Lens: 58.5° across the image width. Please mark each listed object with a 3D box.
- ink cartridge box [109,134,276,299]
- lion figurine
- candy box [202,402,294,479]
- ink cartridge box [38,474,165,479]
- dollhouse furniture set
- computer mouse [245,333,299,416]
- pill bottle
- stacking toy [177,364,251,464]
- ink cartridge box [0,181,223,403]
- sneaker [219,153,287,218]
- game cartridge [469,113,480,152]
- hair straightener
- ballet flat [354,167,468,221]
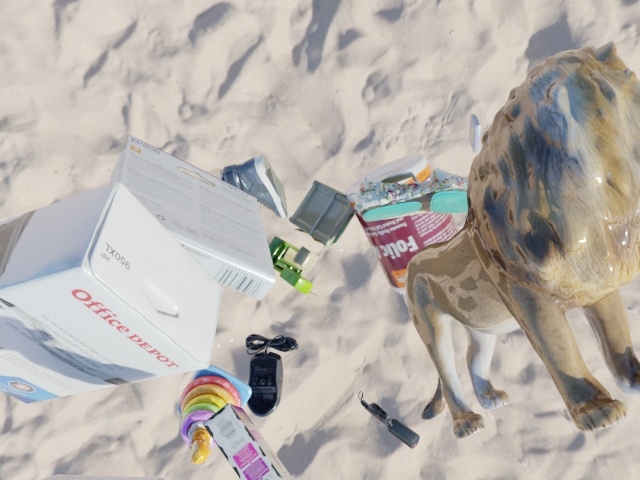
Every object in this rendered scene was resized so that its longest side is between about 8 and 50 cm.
[{"bbox_3d":[-0.258,-0.052,1.139,0.324,0.330,0.071,26,111,-26],"label":"ink cartridge box"},{"bbox_3d":[0.150,0.035,0.502,0.142,0.392,0.240,-14,74,-28],"label":"lion figurine"},{"bbox_3d":[-0.134,0.453,1.172,0.071,0.159,0.233,-38,72,-10],"label":"candy box"},{"bbox_3d":[-0.469,0.490,0.887,0.270,0.395,0.151,-7,79,21],"label":"ink cartridge box"},{"bbox_3d":[0.000,0.000,1.661,0.197,0.151,0.301,32,89,43],"label":"dollhouse furniture set"},{"bbox_3d":[-0.175,0.459,1.932,0.188,0.072,0.272,1,68,13],"label":"computer mouse"},{"bbox_3d":[0.244,-0.002,1.474,0.224,0.224,0.392,-26,102,9],"label":"pill bottle"},{"bbox_3d":[-0.288,0.460,1.430,0.165,0.302,0.175,31,100,-9],"label":"stacking toy"},{"bbox_3d":[-0.398,0.103,0.898,0.395,0.285,0.166,-14,47,20],"label":"ink cartridge box"},{"bbox_3d":[-0.192,-0.131,1.584,0.163,0.226,0.086,-16,46,11],"label":"sneaker"},{"bbox_3d":[0.372,-0.255,1.374,0.017,0.083,0.056,-10,46,2],"label":"game cartridge"},{"bbox_3d":[0.204,0.534,1.729,0.230,0.089,0.047,39,68,22],"label":"hair straightener"},{"bbox_3d":[0.177,-0.086,0.982,0.241,0.091,0.077,-5,66,0],"label":"ballet flat"}]
